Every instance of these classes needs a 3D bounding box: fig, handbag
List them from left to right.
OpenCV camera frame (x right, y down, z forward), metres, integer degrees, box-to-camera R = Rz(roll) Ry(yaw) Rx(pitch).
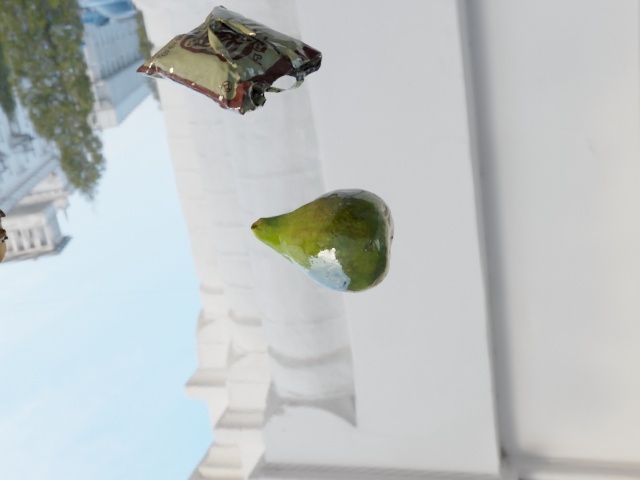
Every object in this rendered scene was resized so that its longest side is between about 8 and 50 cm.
[{"bbox_3d":[-0.149,-0.292,1.277,0.235,0.127,0.213,30,-126,24],"label":"handbag"},{"bbox_3d":[0.000,0.000,1.492,0.275,0.206,0.206,2,-161,10],"label":"fig"}]

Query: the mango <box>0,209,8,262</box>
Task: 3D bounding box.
[{"bbox_3d":[-0.705,0.014,1.394,0.287,0.152,0.201,-14,-154,-10],"label":"mango"}]
